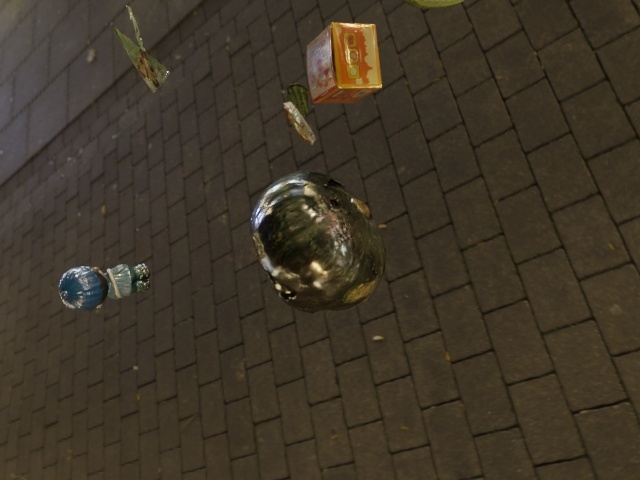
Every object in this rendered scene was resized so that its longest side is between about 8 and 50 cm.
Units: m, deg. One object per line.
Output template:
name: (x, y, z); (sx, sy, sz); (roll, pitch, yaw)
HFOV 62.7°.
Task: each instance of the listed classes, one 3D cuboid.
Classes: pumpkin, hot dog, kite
pumpkin: (0.000, 0.000, 1.570); (0.344, 0.454, 0.454); (-31, 59, 21)
hot dog: (-0.083, -0.446, 1.992); (0.053, 0.192, 0.099); (-38, 36, 4)
kite: (-0.440, -0.469, 1.299); (0.012, 0.229, 0.250); (-19, 79, 13)

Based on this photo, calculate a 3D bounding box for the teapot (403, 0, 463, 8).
teapot: (0.235, -0.723, 1.202); (0.239, 0.321, 0.239); (-27, 60, -22)

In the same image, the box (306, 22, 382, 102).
box: (0.088, -0.723, 2.177); (0.283, 0.213, 0.260); (-178, 80, -68)

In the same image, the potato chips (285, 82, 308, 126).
potato chips: (-0.084, -0.521, 2.025); (0.092, 0.207, 0.028); (-18, 54, -5)

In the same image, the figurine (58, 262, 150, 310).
figurine: (-0.371, 0.080, 0.905); (0.087, 0.149, 0.086); (32, 119, 45)
